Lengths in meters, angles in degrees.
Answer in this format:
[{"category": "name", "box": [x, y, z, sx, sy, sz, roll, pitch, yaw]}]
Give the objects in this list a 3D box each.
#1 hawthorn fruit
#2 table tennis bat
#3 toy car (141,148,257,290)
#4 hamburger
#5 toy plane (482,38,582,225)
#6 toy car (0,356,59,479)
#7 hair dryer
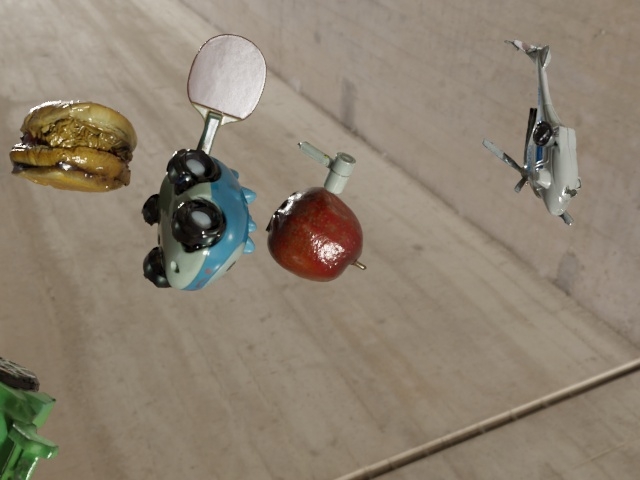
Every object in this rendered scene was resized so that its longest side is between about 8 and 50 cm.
[{"category": "hawthorn fruit", "box": [0.000, 0.000, 1.623, 0.249, 0.215, 0.215, 39, -22, -14]}, {"category": "table tennis bat", "box": [-0.205, -0.283, 1.453, 0.021, 0.154, 0.274, -124, -127, -65]}, {"category": "toy car", "box": [-0.204, -0.031, 1.273, 0.188, 0.190, 0.255, -47, -138, 40]}, {"category": "hamburger", "box": [-0.502, -0.187, 1.461, 0.244, 0.244, 0.163, -5, -101, 64]}, {"category": "toy plane", "box": [0.343, -0.170, 1.054, 0.107, 0.182, 0.273, -20, -131, 62]}, {"category": "toy car", "box": [-0.482, 0.228, 0.854, 0.176, 0.358, 0.214, 108, 8, -83]}, {"category": "hair dryer", "box": [0.004, -0.170, 1.543, 0.137, 0.047, 0.082, 35, -57, 13]}]
